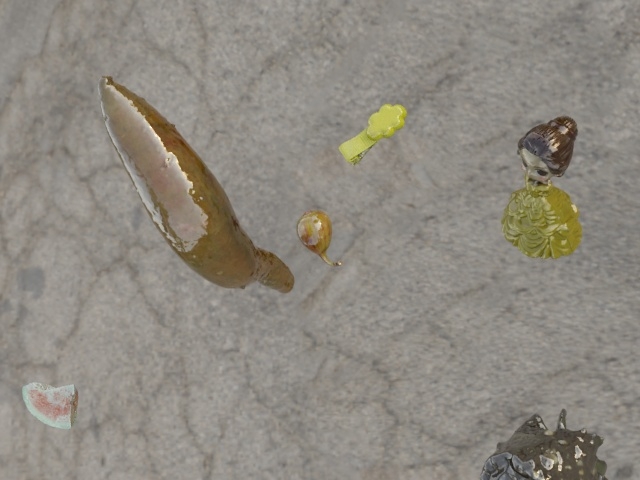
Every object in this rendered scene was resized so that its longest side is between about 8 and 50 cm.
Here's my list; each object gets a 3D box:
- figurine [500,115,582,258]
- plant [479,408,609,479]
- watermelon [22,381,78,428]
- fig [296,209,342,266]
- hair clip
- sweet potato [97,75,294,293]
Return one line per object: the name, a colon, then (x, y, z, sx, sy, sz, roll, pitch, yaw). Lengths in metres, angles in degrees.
figurine: (0.472, -0.119, 1.633, 0.168, 0.315, 0.187, -18, 52, 2)
plant: (0.457, 0.451, 1.484, 0.188, 0.276, 0.199, -16, 87, 48)
watermelon: (-0.351, 0.207, 1.013, 0.061, 0.085, 0.085, -47, 52, 13)
fig: (0.000, 0.000, 1.005, 0.050, 0.050, 0.083, -24, 98, 39)
hair clip: (0.118, -0.243, 1.707, 0.173, 0.046, 0.072, -38, 72, 13)
sweet potato: (-0.114, -0.020, 0.794, 0.079, 0.346, 0.108, -18, 44, 21)
